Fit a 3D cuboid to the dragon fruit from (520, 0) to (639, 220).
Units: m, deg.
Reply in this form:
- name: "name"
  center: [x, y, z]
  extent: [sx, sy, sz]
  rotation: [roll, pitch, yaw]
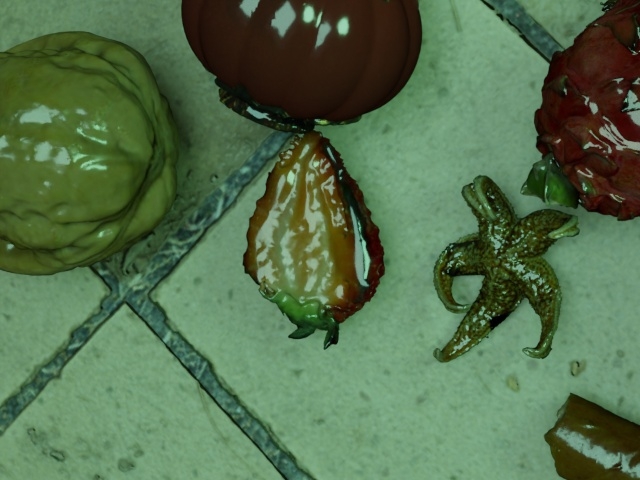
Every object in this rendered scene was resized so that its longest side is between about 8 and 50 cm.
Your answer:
- name: "dragon fruit"
  center: [0.271, -0.111, 1.126]
  extent: [0.172, 0.172, 0.209]
  rotation: [24, 93, 16]

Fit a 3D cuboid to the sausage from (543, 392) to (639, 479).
- name: "sausage"
  center: [0.349, 0.203, 1.140]
  extent: [0.302, 0.076, 0.103]
  rotation: [6, 90, 17]

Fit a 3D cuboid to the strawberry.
- name: "strawberry"
  center: [-0.001, 0.004, 1.248]
  extent: [0.140, 0.085, 0.192]
  rotation: [-34, 74, 21]

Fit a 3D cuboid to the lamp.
- name: "lamp"
  center: [-0.015, -0.208, 1.187]
  extent: [0.227, 0.227, 0.227]
  rotation: [-1, 88, 17]

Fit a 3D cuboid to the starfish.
- name: "starfish"
  center: [0.167, 0.040, 1.191]
  extent: [0.146, 0.074, 0.190]
  rotation: [33, 119, 28]

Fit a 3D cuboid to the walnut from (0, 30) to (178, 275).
- name: "walnut"
  center: [-0.267, -0.087, 1.258]
  extent: [0.257, 0.224, 0.257]
  rotation: [-3, 80, 20]
